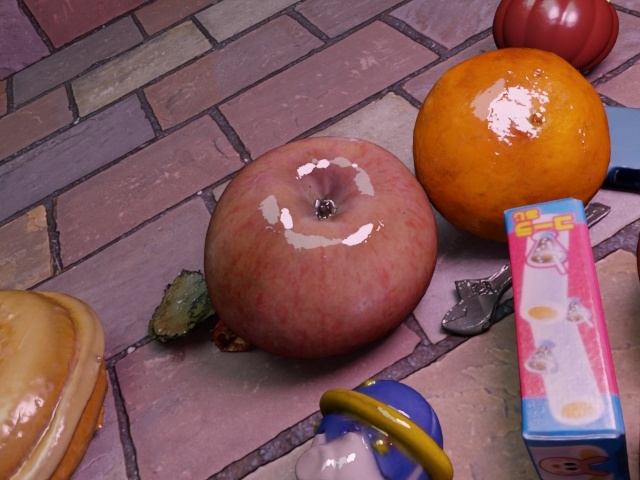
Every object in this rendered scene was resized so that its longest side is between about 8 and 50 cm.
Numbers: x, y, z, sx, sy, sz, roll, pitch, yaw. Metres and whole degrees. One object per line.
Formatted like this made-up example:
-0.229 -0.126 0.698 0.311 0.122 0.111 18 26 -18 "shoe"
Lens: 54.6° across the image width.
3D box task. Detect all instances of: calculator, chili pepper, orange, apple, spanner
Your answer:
0.443 -0.161 1.031 0.293 0.051 0.173 15 57 37 "calculator"
-0.117 0.104 1.034 0.088 0.065 0.169 -28 26 39 "chili pepper"
0.277 -0.138 0.910 0.284 0.226 0.284 0 82 3 "orange"
0.000 0.000 0.893 0.345 0.269 0.345 -2 42 2 "apple"
0.305 0.034 0.918 0.325 0.026 0.093 -34 43 -11 "spanner"

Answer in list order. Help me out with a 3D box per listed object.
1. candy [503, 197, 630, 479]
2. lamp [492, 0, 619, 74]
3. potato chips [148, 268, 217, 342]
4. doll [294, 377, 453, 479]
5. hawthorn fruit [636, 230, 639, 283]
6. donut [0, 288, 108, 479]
0.284 0.116 0.730 0.100 0.157 0.306 -10 49 20 "candy"
0.435 -0.391 1.165 0.227 0.227 0.227 -14 43 13 "lamp"
-0.207 0.090 1.075 0.220 0.029 0.202 -28 28 19 "potato chips"
0.054 0.256 0.656 0.242 0.159 0.311 -36 15 -26 "doll"
0.477 0.053 0.655 0.277 0.277 0.298 10 80 33 "hawthorn fruit"
-0.525 0.263 0.958 0.449 0.198 0.449 -14 44 14 "donut"
